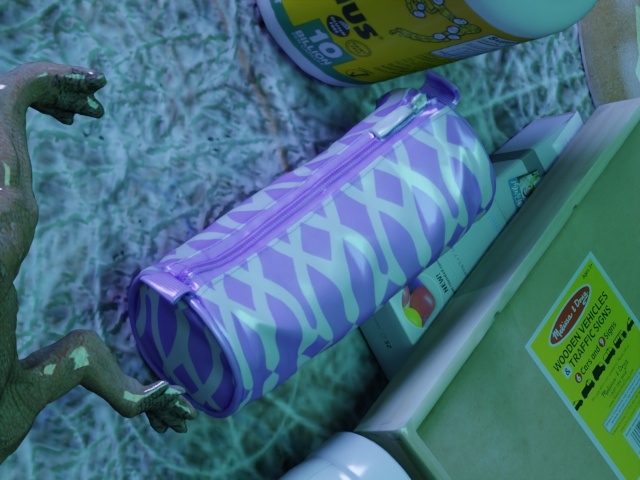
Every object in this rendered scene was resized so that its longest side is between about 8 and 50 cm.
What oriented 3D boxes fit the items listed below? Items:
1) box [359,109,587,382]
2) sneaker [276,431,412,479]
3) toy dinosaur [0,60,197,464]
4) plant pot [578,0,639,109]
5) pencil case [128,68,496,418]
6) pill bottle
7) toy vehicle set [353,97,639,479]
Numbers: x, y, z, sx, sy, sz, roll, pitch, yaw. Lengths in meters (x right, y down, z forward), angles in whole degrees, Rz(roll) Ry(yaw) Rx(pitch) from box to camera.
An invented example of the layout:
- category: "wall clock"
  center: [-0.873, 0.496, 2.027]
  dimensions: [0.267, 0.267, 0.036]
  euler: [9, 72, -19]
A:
- category: "box"
  center: [0.109, 0.035, 1.061]
  dimensions: [0.186, 0.038, 0.145]
  euler: [-40, 108, -37]
- category: "sneaker"
  center: [0.040, 0.246, 0.943]
  dimensions: [0.123, 0.106, 0.290]
  euler: [-36, 99, -27]
- category: "toy dinosaur"
  center: [-0.160, 0.044, 0.736]
  dimensions: [0.200, 0.127, 0.296]
  euler: [-51, 138, -53]
- category: "plant pot"
  center: [0.254, -0.126, 1.209]
  dimensions: [0.236, 0.032, 0.236]
  euler: [6, 80, -38]
- category: "pencil case"
  center: [0.000, 0.000, 0.933]
  dimensions: [0.206, 0.086, 0.088]
  euler: [-40, 151, -32]
- category: "pill bottle"
  center: [0.070, -0.149, 0.943]
  dimensions: [0.117, 0.208, 0.118]
  euler: [7, 80, -39]
- category: "toy vehicle set"
  center: [0.144, 0.068, 1.036]
  dimensions: [0.166, 0.035, 0.267]
  euler: [54, 55, -21]
